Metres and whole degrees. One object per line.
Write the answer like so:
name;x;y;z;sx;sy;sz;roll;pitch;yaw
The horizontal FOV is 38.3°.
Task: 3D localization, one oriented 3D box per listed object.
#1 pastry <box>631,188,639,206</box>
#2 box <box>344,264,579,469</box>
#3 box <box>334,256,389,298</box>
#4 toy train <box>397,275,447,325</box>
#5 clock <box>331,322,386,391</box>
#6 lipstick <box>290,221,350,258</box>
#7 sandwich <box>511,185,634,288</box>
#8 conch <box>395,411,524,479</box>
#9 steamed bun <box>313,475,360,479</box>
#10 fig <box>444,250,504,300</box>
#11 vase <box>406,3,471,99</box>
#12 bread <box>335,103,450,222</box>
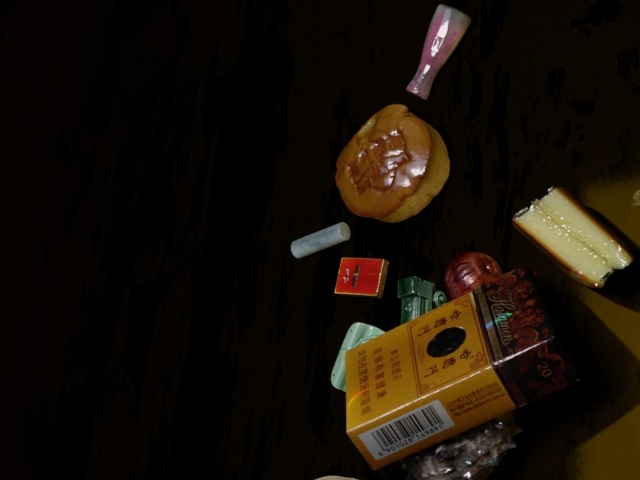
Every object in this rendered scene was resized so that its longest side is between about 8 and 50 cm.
pastry;0.664;-0.089;1.583;0.240;0.132;0.235;-45;49;20
box;0.250;0.230;1.715;0.416;0.115;0.264;-27;23;15
box;0.095;0.086;2.138;0.133;0.023;0.090;3;73;44
toy train;0.209;0.164;1.933;0.071;0.111;0.170;-14;64;45
clock;0.127;0.276;1.998;0.211;0.066;0.159;17;86;46
lipstick;0.000;0.000;2.247;0.158;0.048;0.048;-21;59;36
sandwich;0.485;0.011;1.721;0.122;0.128;0.235;-49;47;13
conch;0.247;0.372;1.772;0.313;0.186;0.240;-43;23;42
steamed bun;0.079;0.605;1.711;0.237;0.346;0.394;-36;15;27
fig;0.305;0.084;1.873;0.150;0.128;0.128;-7;68;58
vase;0.269;-0.436;2.150;0.086;0.086;0.214;34;102;46
bread;0.162;-0.169;2.087;0.270;0.148;0.269;-19;61;39
